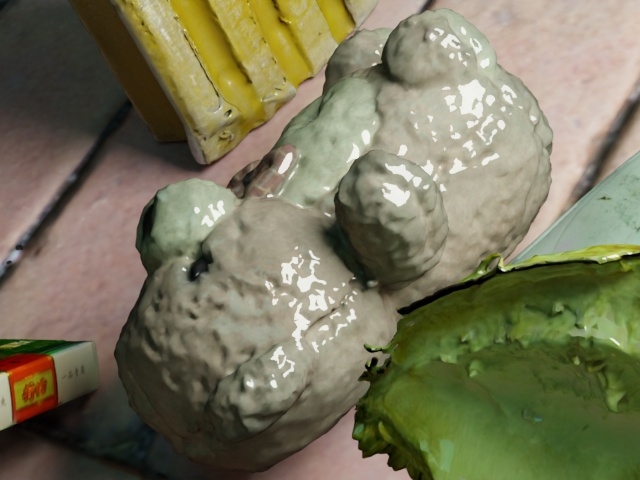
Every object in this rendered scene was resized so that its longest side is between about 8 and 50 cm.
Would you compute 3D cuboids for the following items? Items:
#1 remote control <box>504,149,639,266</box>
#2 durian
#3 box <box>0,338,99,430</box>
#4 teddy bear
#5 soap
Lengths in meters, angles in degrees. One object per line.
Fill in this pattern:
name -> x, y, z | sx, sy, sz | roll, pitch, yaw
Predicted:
remote control -> 0.152, 0.012, 0.951 | 0.256, 0.045, 0.097 | -40, 45, -10
durian -> 0.177, 0.105, 0.752 | 0.394, 0.198, 0.163 | 7, 55, 34
box -> -0.258, 0.082, 1.025 | 0.235, 0.034, 0.132 | -1, 7, 23
teddy bear -> 0.001, 0.000, 0.959 | 0.267, 0.151, 0.236 | -38, 10, -16
soap -> -0.079, -0.195, 1.075 | 0.089, 0.274, 0.173 | 24, 64, 40
